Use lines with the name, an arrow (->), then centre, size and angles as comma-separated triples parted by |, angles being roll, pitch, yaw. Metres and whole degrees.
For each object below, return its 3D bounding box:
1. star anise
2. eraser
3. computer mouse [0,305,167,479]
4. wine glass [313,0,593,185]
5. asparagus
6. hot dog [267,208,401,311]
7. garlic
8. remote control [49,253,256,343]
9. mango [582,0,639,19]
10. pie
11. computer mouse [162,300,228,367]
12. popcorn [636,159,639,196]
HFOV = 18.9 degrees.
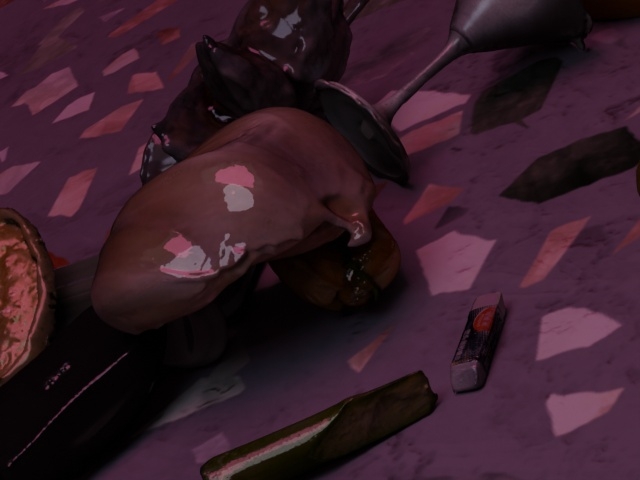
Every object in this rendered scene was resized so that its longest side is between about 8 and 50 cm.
star anise -> -0.040, -0.144, 1.777 | 0.359, 0.139, 0.316 | -53, -3, -3
eraser -> 0.116, 0.074, 1.421 | 0.027, 0.019, 0.099 | -14, 29, 29
computer mouse -> -0.202, 0.134, 1.568 | 0.217, 0.073, 0.122 | -41, 32, -11
wine glass -> 0.113, -0.167, 1.719 | 0.232, 0.156, 0.156 | -43, 29, -15
asparagus -> 0.001, 0.144, 1.389 | 0.178, 0.045, 0.041 | -25, 60, 8
hot dog -> 0.000, 0.000, 1.615 | 0.104, 0.076, 0.250 | -13, 28, -12
garlic -> -0.068, -0.034, 1.528 | 0.228, 0.110, 0.217 | -14, 27, 26
remote control -> -0.214, 0.057, 1.726 | 0.335, 0.065, 0.128 | -18, 31, 22
mango -> 0.236, -0.313, 1.823 | 0.201, 0.199, 0.350 | -58, 41, 6
pie -> -0.343, 0.089, 1.700 | 0.274, 0.055, 0.274 | -14, 58, 24
computer mouse -> -0.113, 0.073, 1.604 | 0.039, 0.066, 0.096 | -15, 10, -43
popcorn -> 0.317, -0.043, 1.178 | 0.237, 0.251, 0.206 | -20, 22, 10
